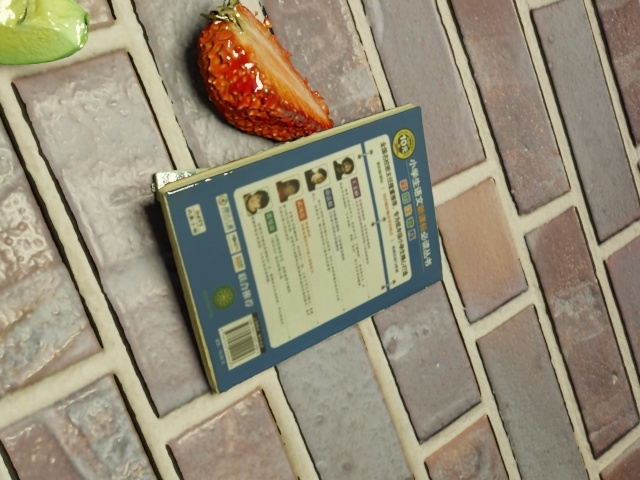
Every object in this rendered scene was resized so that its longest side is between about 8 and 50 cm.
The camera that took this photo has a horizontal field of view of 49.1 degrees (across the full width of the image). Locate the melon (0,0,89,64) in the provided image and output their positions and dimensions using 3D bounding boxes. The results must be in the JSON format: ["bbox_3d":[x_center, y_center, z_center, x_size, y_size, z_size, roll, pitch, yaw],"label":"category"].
[{"bbox_3d":[-0.417,-0.295,0.762,0.324,0.124,0.196,31,81,-29],"label":"melon"}]

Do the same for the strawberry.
[{"bbox_3d":[-0.092,-0.211,0.967,0.236,0.107,0.175,57,25,-19],"label":"strawberry"}]

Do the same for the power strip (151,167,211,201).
[{"bbox_3d":[-0.183,-0.076,0.950,0.090,0.016,0.040,-8,92,-30],"label":"power strip"}]

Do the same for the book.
[{"bbox_3d":[0.000,0.000,1.005,0.428,0.039,0.299,-23,113,-29],"label":"book"}]
